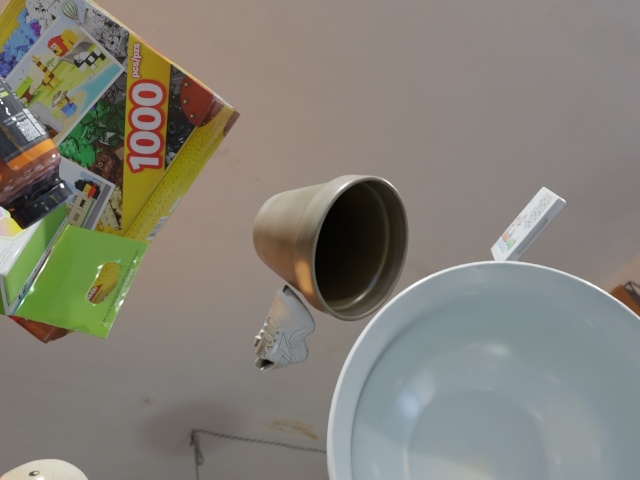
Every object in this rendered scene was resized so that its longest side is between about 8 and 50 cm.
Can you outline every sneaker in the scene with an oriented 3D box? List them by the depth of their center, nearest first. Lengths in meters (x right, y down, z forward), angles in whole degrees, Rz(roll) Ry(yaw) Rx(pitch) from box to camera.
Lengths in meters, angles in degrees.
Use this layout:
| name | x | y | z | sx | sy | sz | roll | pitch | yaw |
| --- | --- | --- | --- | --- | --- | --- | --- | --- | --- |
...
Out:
| name | x | y | z | sx | sy | sz | roll | pitch | yaw |
| --- | --- | --- | --- | --- | --- | --- | --- | --- | --- |
| sneaker | -0.094 | 0.226 | 1.556 | 0.129 | 0.111 | 0.297 | -25 | -38 | -27 |

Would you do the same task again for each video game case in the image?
| name | x | y | z | sx | sy | sz | roll | pitch | yaw |
| --- | --- | --- | --- | --- | --- | --- | --- | --- | --- |
| video game case | 0.337 | -0.021 | 1.071 | 0.019 | 0.157 | 0.143 | 37 | -75 | 2 |

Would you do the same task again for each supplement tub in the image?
| name | x | y | z | sx | sy | sz | roll | pitch | yaw |
| --- | --- | --- | --- | --- | --- | --- | --- | --- | --- |
| supplement tub | -0.362 | -0.109 | 0.714 | 0.106 | 0.106 | 0.198 | -30 | -74 | 12 |

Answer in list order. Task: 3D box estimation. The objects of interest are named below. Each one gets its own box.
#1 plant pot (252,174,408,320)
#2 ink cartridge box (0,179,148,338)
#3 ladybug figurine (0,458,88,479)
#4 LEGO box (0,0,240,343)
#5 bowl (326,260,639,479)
| name | x | y | z | sx | sy | sz | roll | pitch | yaw |
| --- | --- | --- | --- | --- | --- | --- | --- | --- | --- |
| plant pot | 0.000 | 0.000 | 1.515 | 0.323 | 0.280 | 0.323 | -12 | -74 | -44 |
| ink cartridge box | -0.389 | 0.007 | 0.898 | 0.255 | 0.189 | 0.097 | 15 | -44 | -3 |
| ladybug figurine | -0.667 | 0.673 | 1.353 | 0.449 | 0.305 | 0.162 | -57 | -16 | -10 |
| LEGO box | -0.442 | -0.141 | 1.135 | 0.372 | 0.193 | 0.500 | 36 | -83 | 2 |
| bowl | 0.146 | 0.177 | 0.529 | 0.297 | 0.298 | 0.134 | -9 | -24 | -9 |
